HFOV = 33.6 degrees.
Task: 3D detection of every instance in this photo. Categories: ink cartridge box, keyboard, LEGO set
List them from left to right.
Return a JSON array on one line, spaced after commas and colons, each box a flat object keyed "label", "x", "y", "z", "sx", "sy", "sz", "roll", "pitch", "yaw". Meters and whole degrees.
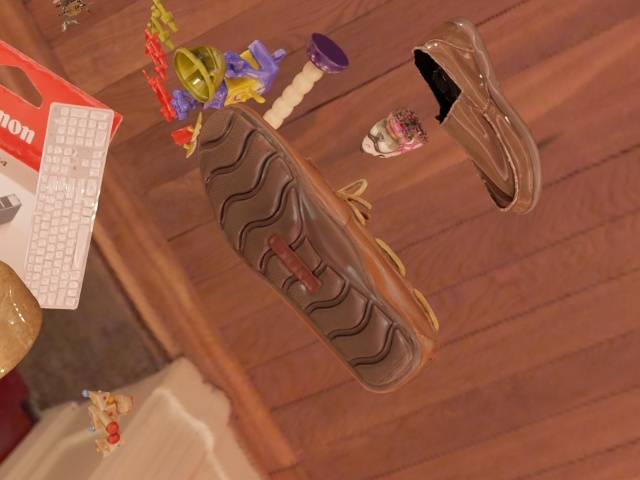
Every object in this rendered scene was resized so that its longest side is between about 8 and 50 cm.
[{"label": "ink cartridge box", "x": -0.428, "y": -0.114, "z": 1.322, "sx": 0.296, "sy": 0.066, "sz": 0.261, "roll": 32, "pitch": 113, "yaw": 7}, {"label": "keyboard", "x": -0.298, "y": -0.035, "z": 1.232, "sx": 0.072, "sy": 0.014, "sz": 0.256, "roll": 7, "pitch": 112, "yaw": -21}, {"label": "LEGO set", "x": -0.308, "y": -0.303, "z": 1.328, "sx": 0.083, "sy": 0.054, "sz": 0.023, "roll": -46, "pitch": 59, "yaw": 7}]

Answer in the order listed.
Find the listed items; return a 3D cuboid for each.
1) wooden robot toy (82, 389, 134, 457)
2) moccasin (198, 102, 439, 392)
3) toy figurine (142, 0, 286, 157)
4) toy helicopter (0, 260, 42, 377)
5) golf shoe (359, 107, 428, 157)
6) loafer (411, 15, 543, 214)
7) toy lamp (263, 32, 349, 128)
[{"label": "wooden robot toy", "x": -0.336, "y": 0.292, "z": 1.750, "sx": 0.076, "sy": 0.079, "sz": 0.173, "roll": 37, "pitch": 142, "yaw": 33}, {"label": "moccasin", "x": 0.002, "y": -0.002, "z": 1.215, "sx": 0.380, "sy": 0.147, "sz": 0.139, "roll": 45, "pitch": 111, "yaw": 10}, {"label": "toy figurine", "x": -0.158, "y": -0.302, "z": 1.772, "sx": 0.217, "sy": 0.362, "sz": 0.191, "roll": -25, "pitch": 82, "yaw": -17}, {"label": "toy helicopter", "x": -0.313, "y": 0.053, "z": 0.632, "sx": 0.354, "sy": 0.235, "sz": 0.140, "roll": -7, "pitch": 127, "yaw": 22}, {"label": "golf shoe", "x": 0.119, "y": -0.173, "z": 1.737, "sx": 0.086, "sy": 0.186, "sz": 0.068, "roll": -30, "pitch": 83, "yaw": 21}, {"label": "loafer", "x": 0.257, "y": -0.202, "z": 1.834, "sx": 0.366, "sy": 0.130, "sz": 0.134, "roll": 65, "pitch": 157, "yaw": 7}, {"label": "toy lamp", "x": -0.066, "y": -0.186, "z": 1.592, "sx": 0.080, "sy": 0.080, "sz": 0.275, "roll": 41, "pitch": 120, "yaw": -5}]
